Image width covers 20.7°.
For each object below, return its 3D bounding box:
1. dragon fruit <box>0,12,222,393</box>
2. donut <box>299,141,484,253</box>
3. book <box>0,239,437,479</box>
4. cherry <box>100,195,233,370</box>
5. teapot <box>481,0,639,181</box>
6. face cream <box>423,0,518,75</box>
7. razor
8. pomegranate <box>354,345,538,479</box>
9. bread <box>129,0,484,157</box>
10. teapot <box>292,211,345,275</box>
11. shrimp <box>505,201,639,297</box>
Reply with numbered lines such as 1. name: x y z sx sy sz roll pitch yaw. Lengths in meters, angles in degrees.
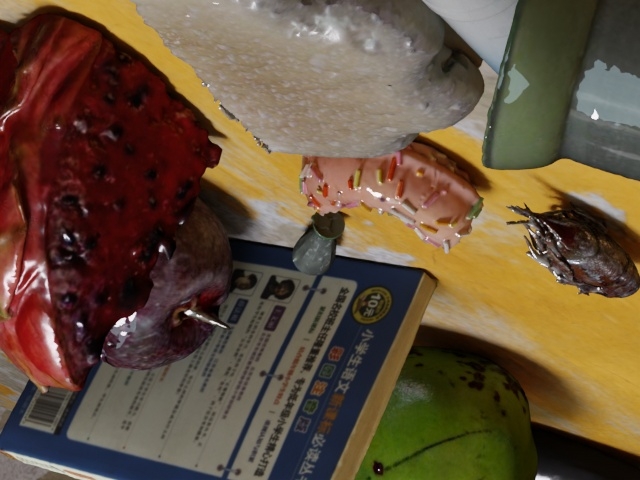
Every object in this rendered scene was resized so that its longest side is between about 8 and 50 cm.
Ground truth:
1. dragon fruit: -0.308 -0.054 1.575 0.329 0.286 0.228 21 170 35
2. donut: 0.048 -0.049 1.466 0.166 0.065 0.117 10 161 28
3. book: -0.115 0.132 1.817 0.428 0.300 0.039 10 153 36
4. cherry: -0.181 0.031 1.775 0.195 0.195 0.195 19 163 6
5. teapot: 0.268 -0.101 0.849 0.337 0.200 0.270 17 150 8
6. face cream: 0.087 -0.161 0.995 0.077 0.077 0.250 11 169 30
7. razor: 0.278 0.302 2.181 0.326 0.107 0.189 14 161 21
8. pomegranate: 0.122 0.228 1.948 0.254 0.270 0.254 4 127 6
9. bread: 0.008 -0.140 1.144 0.183 0.102 0.337 3 165 21
10. teapot: 0.000 0.000 1.713 0.042 0.043 0.111 22 161 -1
11. shrimp: 0.207 0.005 1.453 0.165 0.057 0.065 34 165 -28
